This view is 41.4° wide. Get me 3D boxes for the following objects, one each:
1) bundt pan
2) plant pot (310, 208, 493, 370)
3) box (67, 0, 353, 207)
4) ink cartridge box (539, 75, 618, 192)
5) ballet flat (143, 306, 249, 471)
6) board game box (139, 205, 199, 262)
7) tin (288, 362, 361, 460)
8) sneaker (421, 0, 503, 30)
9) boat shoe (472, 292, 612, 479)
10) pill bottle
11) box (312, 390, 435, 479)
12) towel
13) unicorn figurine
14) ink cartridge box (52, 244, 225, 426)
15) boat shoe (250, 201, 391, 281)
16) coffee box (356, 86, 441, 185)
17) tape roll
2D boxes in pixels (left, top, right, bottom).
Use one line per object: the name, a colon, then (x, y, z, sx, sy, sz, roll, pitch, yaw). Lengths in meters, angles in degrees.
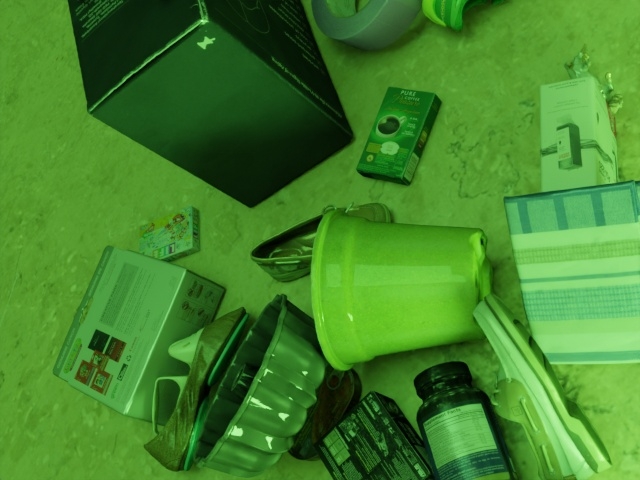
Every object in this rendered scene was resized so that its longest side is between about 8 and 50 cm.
bundt pan: (-0.091, 0.264, 1.476, 0.331, 0.124, 0.331, -58, 11, 18)
plant pot: (0.149, 0.075, 1.406, 0.253, 0.276, 0.276, -4, 68, 20)
box: (-0.227, -0.396, 1.698, 0.297, 0.480, 0.472, -33, 55, 19)
ink cartridge box: (0.415, -0.127, 1.355, 0.092, 0.158, 0.218, -6, 68, 31)
ballet flat: (-0.254, 0.274, 1.651, 0.124, 0.116, 0.343, 21, 87, 5)
board game box: (-0.338, -0.005, 1.892, 0.154, 0.026, 0.104, -19, 61, 26)
tin: (0.002, 0.306, 1.526, 0.106, 0.040, 0.190, 28, 88, 34)
sneaker: (0.329, -0.521, 1.635, 0.123, 0.109, 0.295, 44, 95, 12)
boat shoe: (0.303, 0.225, 1.252, 0.103, 0.113, 0.302, -34, 82, 17)
pill bottle: (0.221, 0.307, 1.324, 0.122, 0.122, 0.219, -29, 56, 21)
box: (0.098, 0.368, 1.407, 0.147, 0.077, 0.180, -45, 52, 9)
towel: (0.399, 0.055, 1.267, 0.209, 0.034, 0.285, -8, 105, 31)
unicorn figurine: (0.454, -0.277, 1.441, 0.060, 0.111, 0.162, -23, 73, 12)
ink cartridge box: (-0.386, 0.190, 1.775, 0.271, 0.130, 0.310, 16, 79, 39)
boat shoe: (0.000, 0.000, 1.623, 0.285, 0.089, 0.105, -26, 57, 22)
coffee box: (0.152, -0.203, 1.639, 0.113, 0.040, 0.184, 14, 79, 37)
tape roll: (0.100, -0.533, 1.730, 0.274, 0.090, 0.275, -15, 70, 48)
